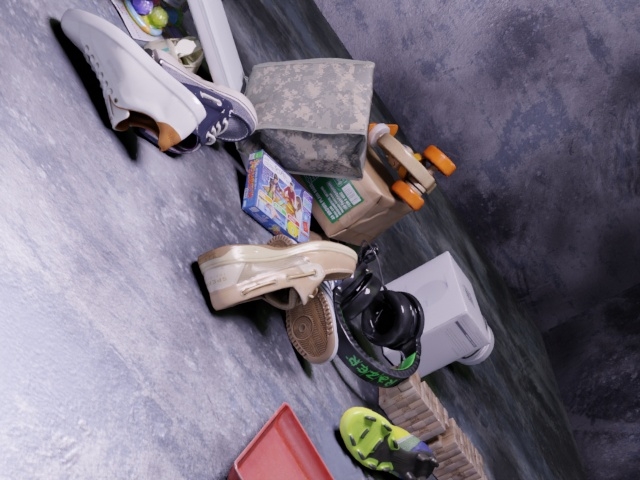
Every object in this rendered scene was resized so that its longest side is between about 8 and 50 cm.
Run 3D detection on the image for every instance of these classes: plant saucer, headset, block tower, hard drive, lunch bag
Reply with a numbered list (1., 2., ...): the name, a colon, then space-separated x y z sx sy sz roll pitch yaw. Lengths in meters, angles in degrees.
1. plant saucer: -0.036 0.394 1.350 0.259 0.048 0.258 58 17 -1
2. headset: 0.093 0.153 1.993 0.243 0.185 0.394 34 36 -23
3. block tower: 0.246 0.420 2.034 0.335 0.091 0.097 54 18 -19
4. hard drive: -0.231 -0.463 1.959 0.203 0.040 0.307 -88 163 -64
5. lunch bag: -0.035 -0.268 2.001 0.169 0.287 0.235 92 4 -52

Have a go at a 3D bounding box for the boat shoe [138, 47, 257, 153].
1. boat shoe: -0.230 -0.217 1.734 0.340 0.127 0.158 22 47 -52

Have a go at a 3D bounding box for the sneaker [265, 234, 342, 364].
1. sneaker: -0.006 0.124 1.800 0.153 0.099 0.282 31 29 -54

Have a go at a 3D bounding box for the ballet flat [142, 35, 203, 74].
1. ballet flat: -0.282 -0.382 1.895 0.086 0.086 0.248 58 17 -5

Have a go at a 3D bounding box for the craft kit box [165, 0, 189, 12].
1. craft kit box: -0.373 -0.590 1.894 0.246 0.061 0.250 45 8 1

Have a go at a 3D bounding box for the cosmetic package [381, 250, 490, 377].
1. cosmetic package: 0.263 0.186 2.244 0.138 0.225 0.224 51 19 -34

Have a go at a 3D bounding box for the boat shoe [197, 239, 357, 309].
1. boat shoe: -0.064 0.070 1.621 0.341 0.121 0.110 -1 72 -42

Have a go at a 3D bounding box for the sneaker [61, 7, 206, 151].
1. sneaker: -0.335 -0.262 1.522 0.290 0.123 0.106 40 -15 4

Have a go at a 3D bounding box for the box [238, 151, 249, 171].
1. box: -0.136 -0.184 2.043 0.109 0.042 0.178 23 40 -61

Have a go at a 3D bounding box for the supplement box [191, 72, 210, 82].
1. supplement box: -0.252 -0.306 1.927 0.062 0.036 0.098 65 17 15

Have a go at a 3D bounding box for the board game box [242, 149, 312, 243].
1. board game box: -0.086 -0.081 1.947 0.201 0.035 0.136 41 46 -47

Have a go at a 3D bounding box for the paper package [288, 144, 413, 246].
1. paper package: 0.042 -0.165 2.241 0.325 0.168 0.309 56 15 16

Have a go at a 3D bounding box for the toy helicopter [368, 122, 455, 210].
1. toy helicopter: 0.186 -0.202 2.261 0.235 0.140 0.355 42 4 -1

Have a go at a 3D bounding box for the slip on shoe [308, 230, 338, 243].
1. slip on shoe: 0.000 0.000 2.122 0.135 0.041 0.051 29 35 -59

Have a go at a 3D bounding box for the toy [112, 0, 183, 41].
1. toy: -0.347 -0.480 1.917 0.137 0.056 0.237 59 17 3

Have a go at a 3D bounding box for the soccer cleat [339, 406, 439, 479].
1. soccer cleat: 0.113 0.385 1.769 0.289 0.093 0.121 38 -4 -41

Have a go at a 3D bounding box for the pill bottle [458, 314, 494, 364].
1. pill bottle: 0.366 0.238 2.560 0.283 0.161 0.161 38 27 -51
